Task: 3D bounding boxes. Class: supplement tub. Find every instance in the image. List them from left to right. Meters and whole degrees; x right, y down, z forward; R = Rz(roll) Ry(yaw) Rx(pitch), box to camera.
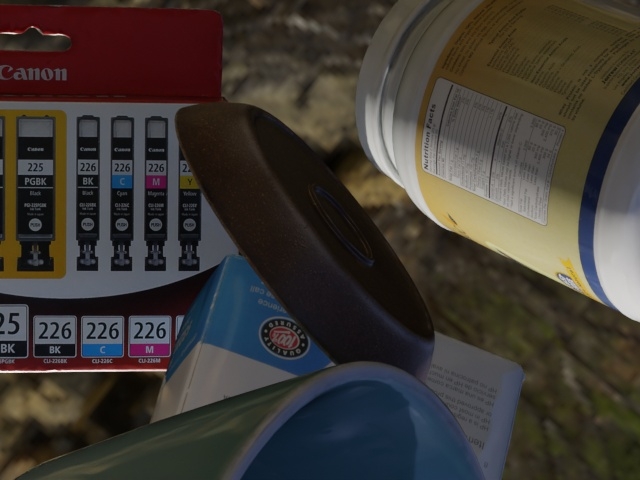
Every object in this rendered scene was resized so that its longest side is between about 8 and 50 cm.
[{"bbox_3d":[0.203,-0.086,1.577,0.316,0.228,0.228,28,-104,42],"label":"supplement tub"}]

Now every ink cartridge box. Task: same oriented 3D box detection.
[{"bbox_3d":[-0.219,-0.043,1.471,0.130,0.309,0.272,-141,-129,-80],"label":"ink cartridge box"},{"bbox_3d":[-0.016,0.198,1.288,0.129,0.223,0.307,131,-22,-59],"label":"ink cartridge box"}]

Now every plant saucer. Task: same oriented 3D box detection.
[{"bbox_3d":[0.000,0.000,0.865,0.029,0.168,0.168,-38,-169,12],"label":"plant saucer"}]

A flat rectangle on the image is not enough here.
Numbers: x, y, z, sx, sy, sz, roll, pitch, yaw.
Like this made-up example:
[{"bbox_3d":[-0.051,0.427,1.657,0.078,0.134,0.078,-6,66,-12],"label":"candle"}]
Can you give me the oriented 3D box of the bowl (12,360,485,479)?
[{"bbox_3d":[-0.056,0.199,0.765,0.163,0.311,0.311,1,-141,27],"label":"bowl"}]
